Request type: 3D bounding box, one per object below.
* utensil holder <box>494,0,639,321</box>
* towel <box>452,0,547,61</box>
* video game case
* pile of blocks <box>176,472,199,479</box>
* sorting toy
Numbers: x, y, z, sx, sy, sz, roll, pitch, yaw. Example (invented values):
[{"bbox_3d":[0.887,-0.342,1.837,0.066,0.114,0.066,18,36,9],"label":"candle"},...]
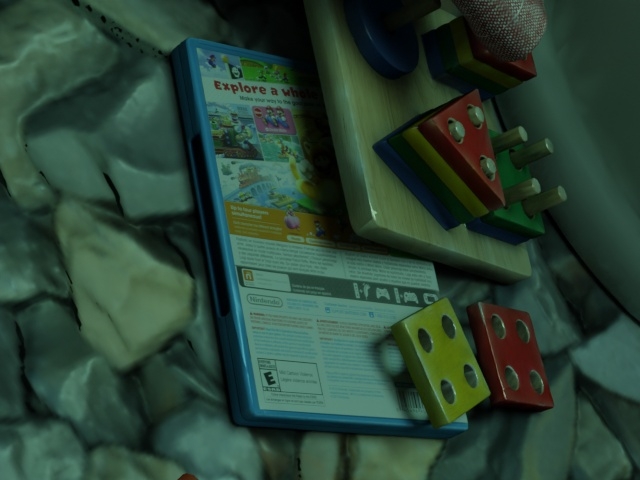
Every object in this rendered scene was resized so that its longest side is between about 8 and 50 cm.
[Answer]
[{"bbox_3d":[0.322,-0.143,0.930,0.327,0.385,0.327,22,54,-34],"label":"utensil holder"},{"bbox_3d":[-0.023,-0.242,0.825,0.329,0.037,0.237,42,26,-29],"label":"towel"},{"bbox_3d":[0.000,0.000,0.819,0.119,0.015,0.166,8,62,-40],"label":"video game case"},{"bbox_3d":[0.012,0.136,0.652,0.362,0.149,0.112,18,56,-35],"label":"pile of blocks"},{"bbox_3d":[0.057,-0.050,0.857,0.132,0.046,0.274,18,55,-52],"label":"sorting toy"}]
